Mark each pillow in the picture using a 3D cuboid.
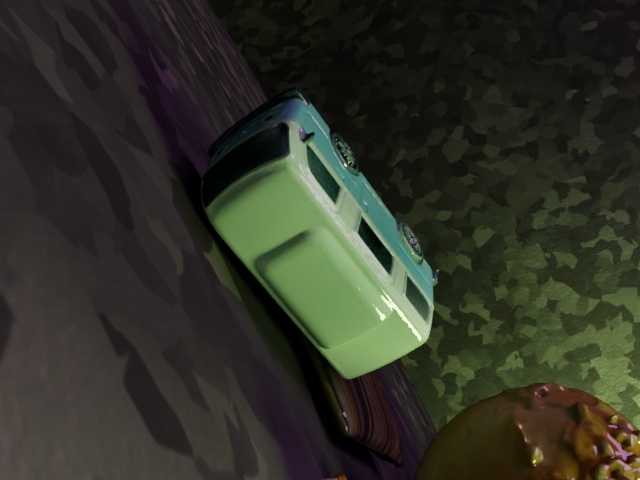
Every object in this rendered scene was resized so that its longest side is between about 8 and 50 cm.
[{"bbox_3d":[0.030,0.156,0.782,0.212,0.052,0.208,51,11,-55],"label":"pillow"}]

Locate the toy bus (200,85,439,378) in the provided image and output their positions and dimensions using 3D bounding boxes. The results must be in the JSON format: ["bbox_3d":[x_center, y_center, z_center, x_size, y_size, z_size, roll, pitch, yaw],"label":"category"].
[{"bbox_3d":[0.000,0.000,0.665,0.271,0.133,0.165,51,23,-20],"label":"toy bus"}]

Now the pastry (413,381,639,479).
[{"bbox_3d":[0.228,0.306,0.633,0.184,0.284,0.316,-111,180,-73],"label":"pastry"}]

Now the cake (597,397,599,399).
[{"bbox_3d":[0.322,0.416,0.919,0.307,0.314,0.293,60,3,2],"label":"cake"}]

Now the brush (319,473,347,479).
[{"bbox_3d":[0.050,0.267,0.618,0.103,0.013,0.272,64,4,22],"label":"brush"}]
